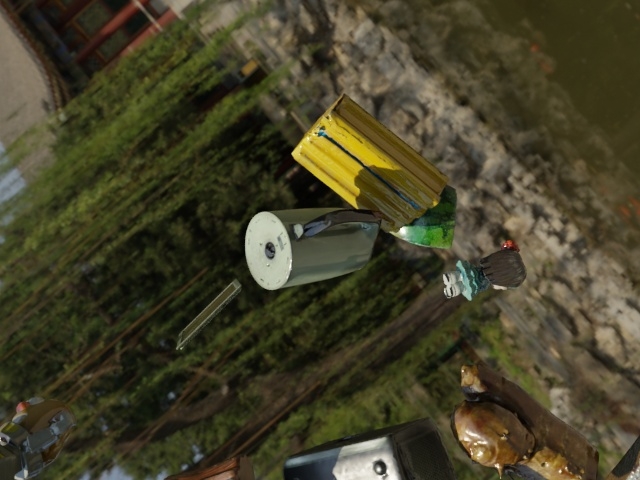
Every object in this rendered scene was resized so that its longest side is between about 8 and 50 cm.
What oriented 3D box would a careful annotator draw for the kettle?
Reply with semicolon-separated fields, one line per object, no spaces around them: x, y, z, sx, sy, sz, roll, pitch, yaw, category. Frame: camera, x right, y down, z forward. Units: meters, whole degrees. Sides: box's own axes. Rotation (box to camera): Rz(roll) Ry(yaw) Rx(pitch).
0.000;0.000;1.699;0.255;0.240;0.165;-5;-112;-39;kettle

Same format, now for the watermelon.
0.237;-0.087;1.962;0.231;0.146;0.128;19;-148;15;watermelon

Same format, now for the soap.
0.110;-0.170;1.808;0.324;0.096;0.204;38;145;-11;soap

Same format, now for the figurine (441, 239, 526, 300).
0.470;0.089;2.261;0.110;0.245;0.138;128;127;-79;figurine

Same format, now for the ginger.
0.480;0.492;1.881;0.418;0.176;0.254;39;-137;-7;ginger

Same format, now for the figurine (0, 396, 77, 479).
-0.731;0.496;1.947;0.285;0.342;0.167;-31;-66;-49;figurine

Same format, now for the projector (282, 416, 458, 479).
0.142;0.680;1.926;0.242;0.395;0.405;-4;-106;-52;projector

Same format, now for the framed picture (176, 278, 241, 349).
-0.296;0.196;2.128;0.019;0.232;0.296;46;175;-7;framed picture

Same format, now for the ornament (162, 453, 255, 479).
-0.274;0.648;1.963;0.221;0.217;0.235;-100;-4;-49;ornament

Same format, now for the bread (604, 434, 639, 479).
0.856;0.598;2.023;0.165;0.417;0.113;12;-138;0;bread
